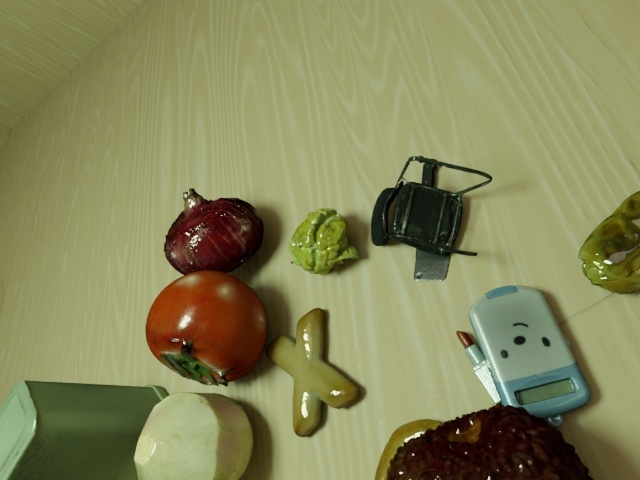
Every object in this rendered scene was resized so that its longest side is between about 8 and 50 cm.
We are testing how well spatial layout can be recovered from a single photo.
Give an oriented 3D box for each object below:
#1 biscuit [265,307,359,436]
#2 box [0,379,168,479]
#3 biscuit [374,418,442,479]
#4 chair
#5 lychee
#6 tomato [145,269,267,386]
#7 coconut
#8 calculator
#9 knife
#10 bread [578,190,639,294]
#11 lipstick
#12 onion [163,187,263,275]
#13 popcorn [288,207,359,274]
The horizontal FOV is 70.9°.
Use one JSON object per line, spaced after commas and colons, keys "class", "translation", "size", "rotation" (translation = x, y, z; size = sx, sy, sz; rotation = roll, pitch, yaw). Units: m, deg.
{"class": "biscuit", "translation": [-0.024, 0.255, 0.891], "size": [0.164, 0.047, 0.208], "rotation": [-40, 51, 15]}
{"class": "box", "translation": [-0.544, 0.491, 0.983], "size": [0.177, 0.343, 0.352], "rotation": [31, 90, 39]}
{"class": "biscuit", "translation": [0.143, 0.438, 0.685], "size": [0.154, 0.045, 0.300], "rotation": [-22, 57, 28]}
{"class": "chair", "translation": [0.183, -0.045, 0.816], "size": [0.221, 0.145, 0.140], "rotation": [141, 144, -80]}
{"class": "lychee", "translation": [0.219, 0.349, 0.550], "size": [0.271, 0.271, 0.272], "rotation": [-16, 61, 31]}
{"class": "tomato", "translation": [-0.235, 0.185, 0.955], "size": [0.255, 0.256, 0.225], "rotation": [-10, 50, 34]}
{"class": "coconut", "translation": [-0.246, 0.399, 0.876], "size": [0.236, 0.236, 0.198], "rotation": [0, 69, 37]}
{"class": "calculator", "translation": [0.305, 0.166, 0.667], "size": [0.120, 0.039, 0.211], "rotation": [-17, 59, 9]}
{"class": "knife", "translation": [0.220, -0.042, 0.861], "size": [0.072, 0.019, 0.246], "rotation": [-4, 71, 34]}
{"class": "bread", "translation": [0.477, -0.034, 0.615], "size": [0.269, 0.098, 0.087], "rotation": [-46, 8, 12]}
{"class": "lipstick", "translation": [0.255, 0.195, 0.716], "size": [0.030, 0.030, 0.129], "rotation": [-41, 52, 16]}
{"class": "onion", "translation": [-0.258, -0.026, 1.072], "size": [0.251, 0.219, 0.252], "rotation": [-19, 19, 7]}
{"class": "popcorn", "translation": [0.000, 0.000, 0.931], "size": [0.162, 0.135, 0.142], "rotation": [12, 85, 38]}
